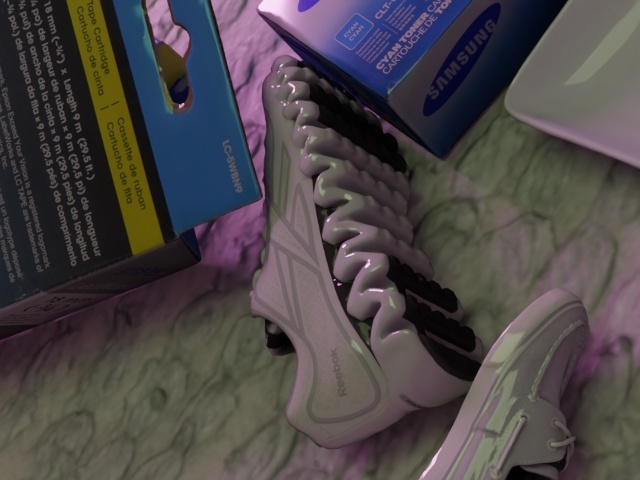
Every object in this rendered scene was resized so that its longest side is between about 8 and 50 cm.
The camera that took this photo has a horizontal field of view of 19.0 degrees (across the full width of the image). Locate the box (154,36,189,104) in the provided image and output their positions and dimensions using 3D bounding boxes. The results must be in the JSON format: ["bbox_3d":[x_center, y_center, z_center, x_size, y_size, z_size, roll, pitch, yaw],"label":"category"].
[{"bbox_3d":[-0.175,-0.119,1.436,0.109,0.042,0.178,-52,43,-4],"label":"box"}]

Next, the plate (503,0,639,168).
[{"bbox_3d":[0.278,-0.137,1.093,0.278,0.045,0.277,30,83,45],"label":"plate"}]

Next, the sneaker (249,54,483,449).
[{"bbox_3d":[0.000,0.000,1.179,0.118,0.110,0.292,-39,43,22],"label":"sneaker"}]

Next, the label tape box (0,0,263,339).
[{"bbox_3d":[-0.180,-0.079,1.301,0.334,0.106,0.240,-20,78,26],"label":"label tape box"}]

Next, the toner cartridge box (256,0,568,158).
[{"bbox_3d":[0.129,-0.234,1.257,0.348,0.075,0.165,-49,43,-2],"label":"toner cartridge box"}]

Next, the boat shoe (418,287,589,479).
[{"bbox_3d":[0.105,0.114,1.043,0.063,0.066,0.184,28,77,31],"label":"boat shoe"}]
